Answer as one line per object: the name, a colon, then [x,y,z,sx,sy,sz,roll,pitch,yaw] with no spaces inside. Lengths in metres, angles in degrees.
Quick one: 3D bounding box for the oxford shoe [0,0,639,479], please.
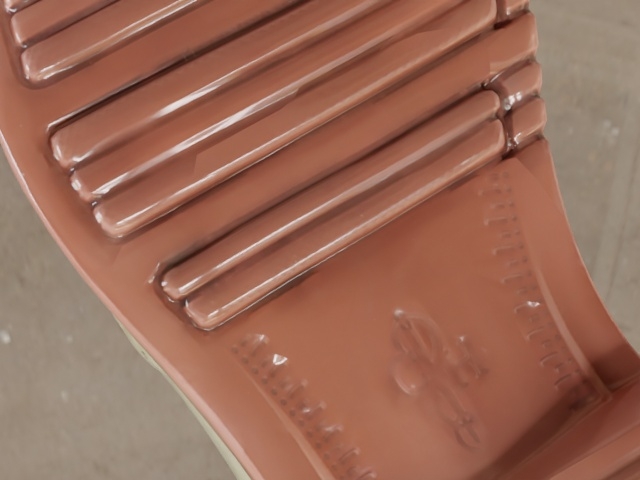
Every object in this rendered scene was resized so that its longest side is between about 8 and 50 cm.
oxford shoe: [0.000,0.000,0.473,0.141,0.146,0.397,-24,86,-8]
